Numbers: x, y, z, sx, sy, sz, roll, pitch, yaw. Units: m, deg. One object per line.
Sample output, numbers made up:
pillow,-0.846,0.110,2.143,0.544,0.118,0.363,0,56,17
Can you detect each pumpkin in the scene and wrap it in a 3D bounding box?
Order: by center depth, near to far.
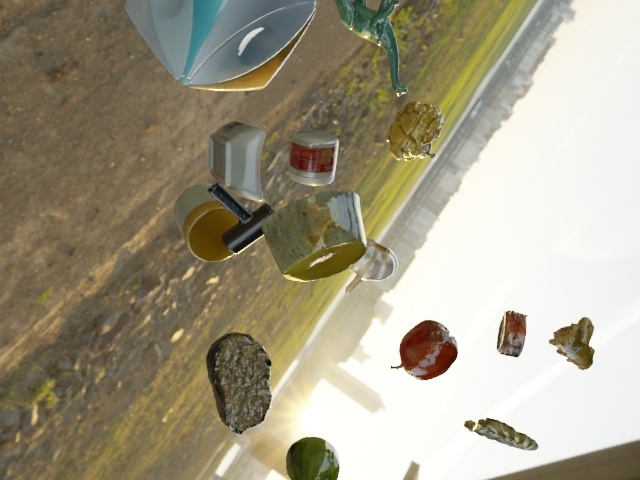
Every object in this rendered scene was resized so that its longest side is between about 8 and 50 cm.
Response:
pumpkin,0.000,0.000,1.617,0.333,0.199,0.332,-19,166,-5

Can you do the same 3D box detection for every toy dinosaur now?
toy dinosaur,0.137,-0.680,1.713,0.129,0.384,0.330,-47,155,-33

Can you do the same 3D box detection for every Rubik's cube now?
Rubik's cube,-0.269,-0.642,1.400,0.352,0.351,0.347,-45,163,34

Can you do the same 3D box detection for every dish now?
dish,-0.188,-0.177,1.113,0.212,0.077,0.151,-143,-127,-60

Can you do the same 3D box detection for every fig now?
fig,-0.019,0.668,1.524,0.167,0.167,0.233,-55,179,-12

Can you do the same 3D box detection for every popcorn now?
popcorn,0.278,-0.329,1.575,0.164,0.140,0.194,-14,152,-15

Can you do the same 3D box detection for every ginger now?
ginger,0.747,0.313,1.519,0.115,0.205,0.081,-25,-151,-8

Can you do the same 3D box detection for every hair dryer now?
hair dryer,-0.277,-0.093,1.696,0.197,0.251,0.089,-36,-149,7

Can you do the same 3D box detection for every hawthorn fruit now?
hawthorn fruit,0.363,0.403,1.837,0.253,0.205,0.205,-37,176,8

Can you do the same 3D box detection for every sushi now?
sushi,-0.282,0.499,1.830,0.171,0.211,0.349,-9,-96,60

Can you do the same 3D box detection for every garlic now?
garlic,0.153,0.111,1.833,0.225,0.199,0.199,-61,173,17

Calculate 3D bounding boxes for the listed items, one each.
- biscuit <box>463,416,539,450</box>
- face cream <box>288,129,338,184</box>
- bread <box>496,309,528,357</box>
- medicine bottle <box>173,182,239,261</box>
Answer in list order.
biscuit,0.522,0.555,1.470,0.273,0.187,0.036,79,32,-68
face cream,-0.031,-0.355,2.189,0.201,0.201,0.187,-46,146,-59
bread,0.640,0.312,1.726,0.160,0.073,0.160,12,90,-76
medicine bottle,-0.429,-0.074,2.006,0.238,0.232,0.237,-14,127,-20
